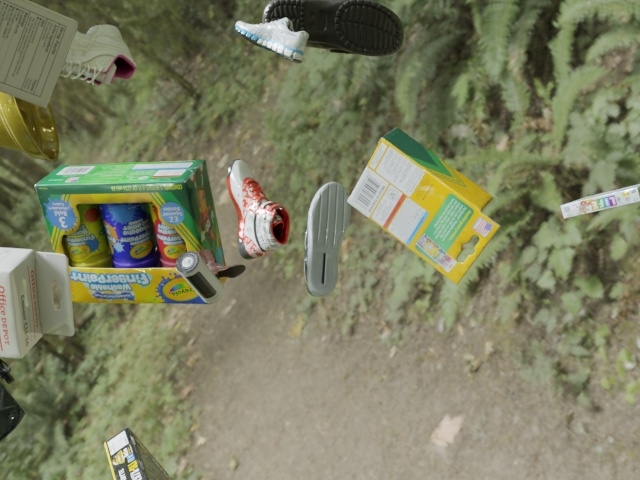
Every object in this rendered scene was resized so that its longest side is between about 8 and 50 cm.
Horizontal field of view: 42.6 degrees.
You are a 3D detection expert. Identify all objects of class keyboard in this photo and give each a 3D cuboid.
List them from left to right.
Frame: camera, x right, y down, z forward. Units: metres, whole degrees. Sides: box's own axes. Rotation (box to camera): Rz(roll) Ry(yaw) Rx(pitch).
[{"bbox_3d":[-0.560,0.239,1.380,0.100,0.192,0.038,-44,-13,-1],"label":"keyboard"}]

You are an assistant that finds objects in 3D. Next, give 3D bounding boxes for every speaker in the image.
[{"bbox_3d":[-0.251,0.079,1.722,0.055,0.136,0.055,-9,56,14],"label":"speaker"}]

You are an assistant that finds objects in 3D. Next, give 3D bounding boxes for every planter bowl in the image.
[{"bbox_3d":[-0.539,-0.227,1.425,0.090,0.217,0.217,-18,19,-1],"label":"planter bowl"}]

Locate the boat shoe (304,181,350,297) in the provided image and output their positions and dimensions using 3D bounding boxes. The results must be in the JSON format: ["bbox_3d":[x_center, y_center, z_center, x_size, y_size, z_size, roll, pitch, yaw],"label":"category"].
[{"bbox_3d":[0.000,0.000,2.331,0.119,0.121,0.335,150,133,-67],"label":"boat shoe"}]

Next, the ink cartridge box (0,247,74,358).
[{"bbox_3d":[-0.398,0.071,0.961,0.067,0.198,0.115,-74,-14,-68],"label":"ink cartridge box"}]

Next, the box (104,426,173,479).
[{"bbox_3d":[-0.376,0.628,1.949,0.079,0.322,0.257,-37,26,-11],"label":"box"}]

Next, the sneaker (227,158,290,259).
[{"bbox_3d":[-0.152,-0.094,2.094,0.145,0.090,0.270,-18,76,38],"label":"sneaker"}]

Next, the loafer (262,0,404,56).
[{"bbox_3d":[0.030,-0.540,2.052,0.130,0.365,0.134,-147,65,-74],"label":"loafer"}]

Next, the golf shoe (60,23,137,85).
[{"bbox_3d":[-0.560,-0.424,1.926,0.306,0.140,0.115,-30,-13,-48],"label":"golf shoe"}]

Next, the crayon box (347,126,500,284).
[{"bbox_3d":[0.240,-0.077,1.852,0.083,0.323,0.203,-39,-17,-48],"label":"crayon box"}]

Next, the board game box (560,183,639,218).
[{"bbox_3d":[0.537,-0.077,1.510,0.103,0.026,0.154,-16,0,-42],"label":"board game box"}]

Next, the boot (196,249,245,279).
[{"bbox_3d":[-0.258,0.054,2.076,0.114,0.106,0.037,49,144,47],"label":"boot"}]

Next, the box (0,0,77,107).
[{"bbox_3d":[-0.535,-0.320,1.197,0.121,0.311,0.148,31,99,55],"label":"box"}]

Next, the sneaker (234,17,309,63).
[{"bbox_3d":[-0.104,-0.466,1.840,0.083,0.190,0.071,-65,-21,5],"label":"sneaker"}]

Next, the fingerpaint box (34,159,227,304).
[{"bbox_3d":[-0.514,-0.018,2.264,0.444,0.371,0.163,0,27,14],"label":"fingerpaint box"}]
